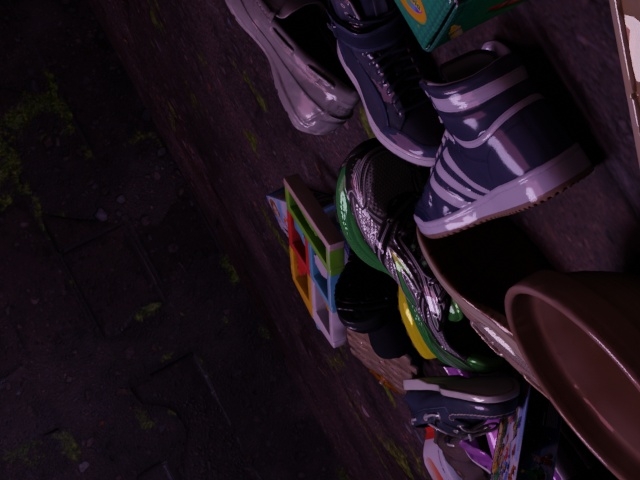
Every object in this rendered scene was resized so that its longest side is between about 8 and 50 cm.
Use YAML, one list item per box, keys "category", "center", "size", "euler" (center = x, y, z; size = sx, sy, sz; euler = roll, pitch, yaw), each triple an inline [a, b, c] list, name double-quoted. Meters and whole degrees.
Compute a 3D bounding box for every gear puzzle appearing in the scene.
- category: "gear puzzle"
  center: [0.127, 0.220, 1.772]
  size: [0.175, 0.044, 0.339]
  euler: [36, 163, 22]

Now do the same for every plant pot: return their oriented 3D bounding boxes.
- category: "plant pot"
  center: [0.273, 0.107, 0.812]
  size: [0.237, 0.110, 0.237]
  euler: [53, 171, 12]

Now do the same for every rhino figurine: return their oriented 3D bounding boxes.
- category: "rhino figurine"
  center: [0.215, 0.306, 1.491]
  size: [0.106, 0.073, 0.243]
  euler: [53, 176, 38]

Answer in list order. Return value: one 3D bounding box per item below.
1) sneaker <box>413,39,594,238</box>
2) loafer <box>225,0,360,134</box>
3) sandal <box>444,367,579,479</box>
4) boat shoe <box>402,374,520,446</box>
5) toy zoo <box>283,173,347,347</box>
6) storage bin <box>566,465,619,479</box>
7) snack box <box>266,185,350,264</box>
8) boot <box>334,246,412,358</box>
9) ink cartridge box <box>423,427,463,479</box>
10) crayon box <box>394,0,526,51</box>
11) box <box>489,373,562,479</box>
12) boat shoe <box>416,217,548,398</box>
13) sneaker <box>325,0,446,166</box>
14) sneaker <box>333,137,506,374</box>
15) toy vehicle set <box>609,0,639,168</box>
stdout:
- category: "sneaker"
  center: [0.145, -0.097, 0.941]
  size: [0.153, 0.099, 0.282]
  euler: [58, 160, -3]
- category: "loafer"
  center: [-0.039, -0.296, 1.282]
  size: [0.111, 0.112, 0.319]
  euler: [-38, 77, 41]
- category: "sandal"
  center: [0.230, 0.259, 1.326]
  size: [0.416, 0.102, 0.169]
  euler: [57, 166, 28]
- category: "boat shoe"
  center: [0.175, 0.213, 1.203]
  size: [0.254, 0.095, 0.079]
  euler: [164, 101, -66]
- category: "toy zoo"
  center: [-0.007, 0.053, 1.654]
  size: [0.293, 0.030, 0.192]
  euler: [87, 158, -44]
- category: "storage bin"
  center: [0.332, 0.340, 1.133]
  size: [0.135, 0.091, 0.098]
  euler: [62, 167, -3]
- category: "snack box"
  center: [0.000, 0.000, 1.790]
  size: [0.187, 0.060, 0.322]
  euler: [66, 167, -15]
- category: "boot"
  center: [0.095, 0.107, 1.431]
  size: [0.246, 0.094, 0.207]
  euler: [-82, -22, -53]
- category: "ink cartridge box"
  center: [0.217, 0.394, 1.797]
  size: [0.179, 0.045, 0.145]
  euler: [58, 166, 8]
- category: "crayon box"
  center: [0.080, -0.291, 0.651]
  size: [0.278, 0.165, 0.081]
  euler: [60, 167, 7]
- category: "box"
  center: [0.239, 0.273, 1.132]
  size: [0.159, 0.044, 0.233]
  euler: [98, -174, -68]
- category: "boat shoe"
  center: [0.210, 0.076, 1.042]
  size: [0.302, 0.109, 0.098]
  euler: [48, 160, 31]
- category: "sneaker"
  center: [0.078, -0.197, 1.028]
  size: [0.226, 0.086, 0.163]
  euler: [58, 169, 24]
- category: "sneaker"
  center: [0.142, 0.019, 1.187]
  size: [0.343, 0.134, 0.146]
  euler: [57, 162, -17]
- category: "toy vehicle set"
  center: [0.282, -0.053, 0.644]
  size: [0.166, 0.035, 0.267]
  euler: [40, 155, 58]
